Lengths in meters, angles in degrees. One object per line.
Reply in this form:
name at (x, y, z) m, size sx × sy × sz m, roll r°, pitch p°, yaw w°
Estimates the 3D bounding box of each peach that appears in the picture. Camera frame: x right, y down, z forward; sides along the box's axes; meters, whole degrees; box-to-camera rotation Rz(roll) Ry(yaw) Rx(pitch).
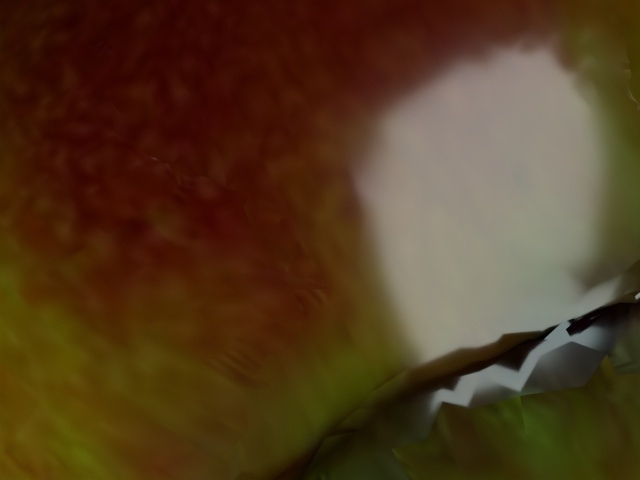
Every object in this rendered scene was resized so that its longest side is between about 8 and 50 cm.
peach at (0.000, 0.000, 0.490) m, size 0.370 × 0.370 × 0.370 m, roll 10°, pitch 70°, yaw -28°
